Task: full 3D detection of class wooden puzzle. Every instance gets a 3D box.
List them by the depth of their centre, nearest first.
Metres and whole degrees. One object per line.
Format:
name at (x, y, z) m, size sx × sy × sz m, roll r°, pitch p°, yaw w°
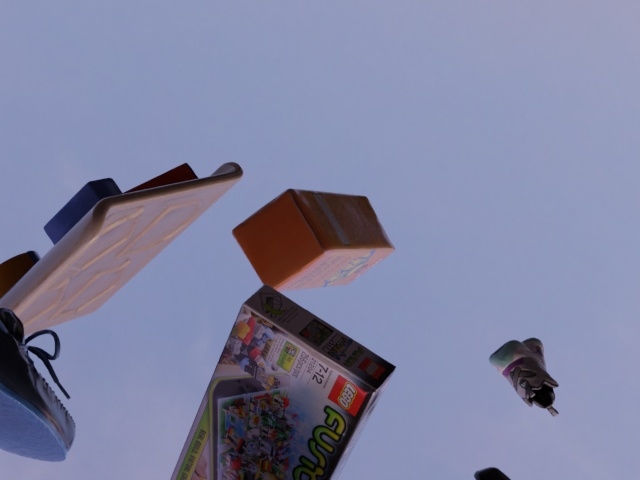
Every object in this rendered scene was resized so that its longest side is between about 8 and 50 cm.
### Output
wooden puzzle at (-0.289, 0.012, 1.476) m, size 0.080 × 0.322 × 0.348 m, roll 53°, pitch -153°, yaw 4°

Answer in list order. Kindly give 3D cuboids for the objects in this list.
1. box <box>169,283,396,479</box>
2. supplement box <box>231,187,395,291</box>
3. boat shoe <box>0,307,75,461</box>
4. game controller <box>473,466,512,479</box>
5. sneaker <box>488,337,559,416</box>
box at (-0.035, 0.144, 0.874) m, size 0.114 × 0.207 × 0.036 m, roll 31°, pitch -147°, yaw 13°
supplement box at (0.000, 0.000, 1.218) m, size 0.080 × 0.078 × 0.233 m, roll 57°, pitch -162°, yaw 9°
boat shoe at (-0.264, 0.088, 0.952) m, size 0.258 × 0.109 × 0.089 m, roll 67°, pitch -152°, yaw -47°
game controller at (0.331, 0.440, 1.777) m, size 0.166 × 0.067 × 0.319 m, roll 36°, pitch 173°, yaw 40°
sneaker at (0.182, 0.119, 1.006) m, size 0.069 × 0.038 × 0.098 m, roll 54°, pitch -158°, yaw 18°
